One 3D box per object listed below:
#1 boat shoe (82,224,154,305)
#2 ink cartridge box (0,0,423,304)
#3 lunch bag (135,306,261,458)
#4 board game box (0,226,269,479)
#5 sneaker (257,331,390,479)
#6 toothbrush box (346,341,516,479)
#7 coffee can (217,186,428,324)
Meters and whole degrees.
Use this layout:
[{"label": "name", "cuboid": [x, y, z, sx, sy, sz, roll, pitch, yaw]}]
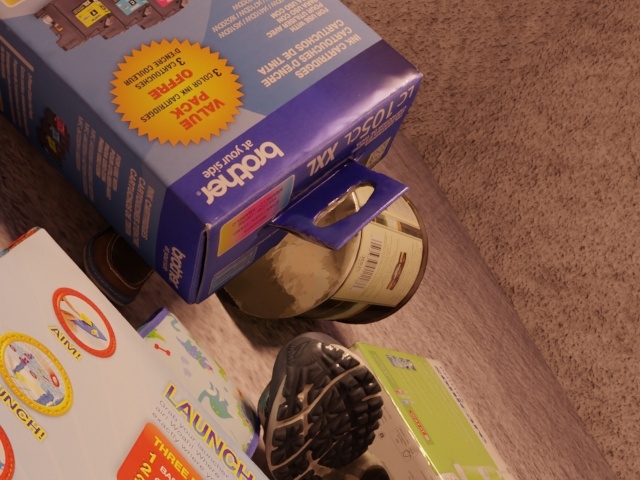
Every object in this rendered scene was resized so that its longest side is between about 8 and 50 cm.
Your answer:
[{"label": "boat shoe", "cuboid": [-0.175, -0.002, 0.923, 0.066, 0.066, 0.183, 47, 15, -18]}, {"label": "ink cartridge box", "cuboid": [-0.102, -0.133, 0.881, 0.395, 0.270, 0.151, 44, -29, 12]}, {"label": "lunch bag", "cuboid": [-0.113, 0.126, 0.747, 0.129, 0.096, 0.151, 50, 19, -5]}, {"label": "board game box", "cuboid": [-0.093, 0.169, 0.382, 0.308, 0.086, 0.302, 50, 14, -8]}, {"label": "sneaker", "cuboid": [-0.019, 0.159, 0.855, 0.122, 0.110, 0.283, 48, -21, 33]}, {"label": "toothbrush box", "cuboid": [0.101, 0.241, 1.084, 0.206, 0.122, 0.283, 58, 16, 22]}, {"label": "coffee can", "cuboid": [0.000, 0.000, 1.192, 0.201, 0.201, 0.275, 57, 15, 18]}]
